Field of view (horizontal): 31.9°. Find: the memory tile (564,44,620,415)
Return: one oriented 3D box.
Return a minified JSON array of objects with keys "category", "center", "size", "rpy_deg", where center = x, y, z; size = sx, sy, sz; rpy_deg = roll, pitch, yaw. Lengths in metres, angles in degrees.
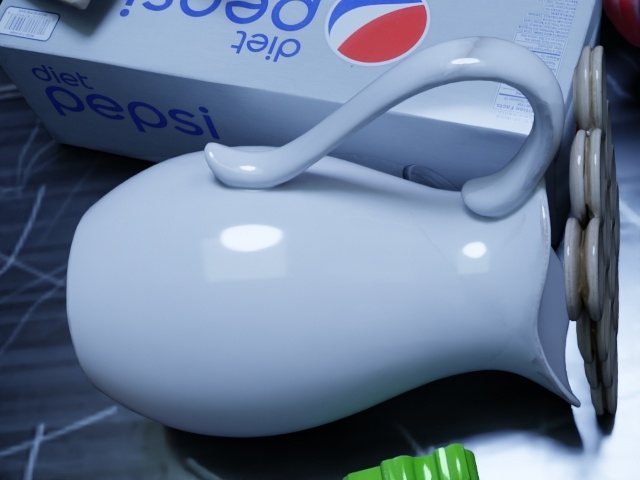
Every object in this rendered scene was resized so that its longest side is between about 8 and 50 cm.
[{"category":"memory tile","center":[0.112,0.002,0.455],"size":[0.012,0.148,0.113],"rpy_deg":[-1,64,17]}]

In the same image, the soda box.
[{"category":"soda box","center":[-0.012,-0.084,0.555],"size":[0.286,0.098,0.091],"rpy_deg":[12,66,18]}]

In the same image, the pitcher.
[{"category":"pitcher","center":[0.000,0.000,0.466],"size":[0.207,0.178,0.125],"rpy_deg":[-3,38,10]}]

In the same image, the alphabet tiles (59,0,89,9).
[{"category":"alphabet tiles","center":[-0.092,-0.287,0.565],"size":[0.285,0.011,0.342],"rpy_deg":[26,89,38]}]

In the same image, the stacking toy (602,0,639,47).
[{"category":"stacking toy","center":[0.122,-0.208,0.578],"size":[0.166,0.175,0.302],"rpy_deg":[-40,48,-17]}]

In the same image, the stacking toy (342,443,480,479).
[{"category":"stacking toy","center":[0.128,0.154,0.433],"size":[0.221,0.052,0.167],"rpy_deg":[-12,60,8]}]
